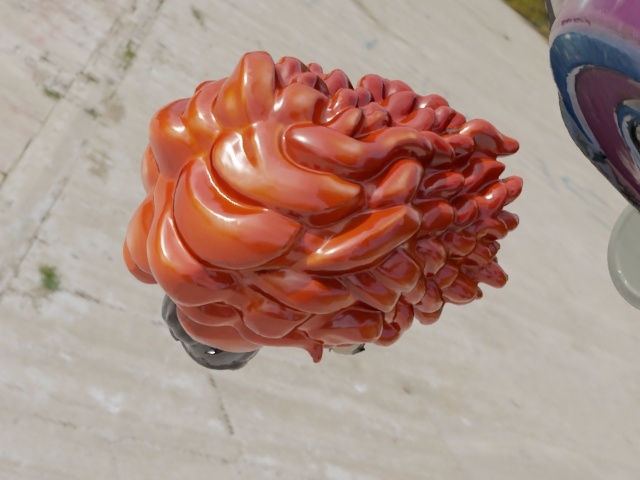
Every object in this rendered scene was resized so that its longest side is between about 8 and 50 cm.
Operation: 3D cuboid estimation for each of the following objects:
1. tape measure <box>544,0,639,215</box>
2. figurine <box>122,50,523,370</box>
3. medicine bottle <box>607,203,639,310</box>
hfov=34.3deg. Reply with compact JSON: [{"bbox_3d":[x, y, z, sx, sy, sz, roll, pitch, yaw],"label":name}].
[{"bbox_3d":[0.209,-0.070,0.474,0.245,0.149,0.231,49,0,38],"label":"tape measure"},{"bbox_3d":[-0.006,0.004,0.862,0.306,0.412,0.241,-3,72,-9],"label":"figurine"},{"bbox_3d":[0.304,0.024,0.784,0.168,0.105,0.105,19,27,-41],"label":"medicine bottle"}]
